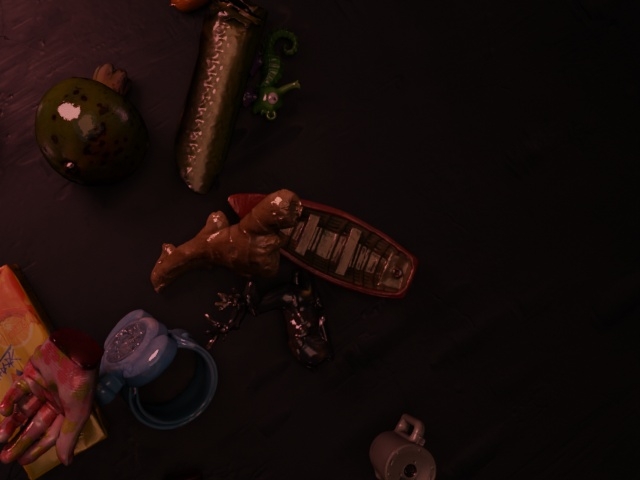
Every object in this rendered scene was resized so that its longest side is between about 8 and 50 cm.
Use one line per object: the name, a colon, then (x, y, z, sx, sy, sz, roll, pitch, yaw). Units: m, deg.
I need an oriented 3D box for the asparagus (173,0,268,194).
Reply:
asparagus: (-0.198, -0.274, 1.511, 0.108, 0.128, 0.382, 16, 90, -51)

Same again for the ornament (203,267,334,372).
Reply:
ornament: (-0.103, 0.166, 1.503, 0.236, 0.080, 0.202, -10, 82, -34)

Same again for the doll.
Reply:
doll: (-0.090, -0.324, 1.567, 0.115, 0.050, 0.190, 5, 81, 0)

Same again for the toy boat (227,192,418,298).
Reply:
toy boat: (0.000, 0.000, 1.561, 0.392, 0.079, 0.136, 24, 85, -10)

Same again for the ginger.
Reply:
ginger: (-0.167, 0.013, 1.481, 0.333, 0.081, 0.148, -16, 114, 20)

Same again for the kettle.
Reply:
kettle: (0.151, 0.408, 1.546, 0.098, 0.148, 0.127, -6, 91, -9)

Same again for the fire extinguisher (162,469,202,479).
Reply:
fire extinguisher: (-0.253, 0.560, 1.505, 0.106, 0.075, 0.252, -7, 91, 16)

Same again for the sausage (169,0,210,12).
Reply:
sausage: (-0.210, -0.491, 1.547, 0.183, 0.054, 0.062, -33, 113, -14)

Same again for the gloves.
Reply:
gloves: (-0.444, 0.269, 1.341, 0.145, 0.126, 0.241, 27, 115, -11)

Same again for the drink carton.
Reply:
drink carton: (-0.526, 0.229, 1.436, 0.154, 0.111, 0.351, -29, 95, -10)

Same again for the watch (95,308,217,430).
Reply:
watch: (-0.294, 0.245, 1.459, 0.211, 0.211, 0.193, -45, 120, -9)

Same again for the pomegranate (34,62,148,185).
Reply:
pomegranate: (-0.400, -0.212, 1.446, 0.202, 0.202, 0.248, 23, 57, -10)
